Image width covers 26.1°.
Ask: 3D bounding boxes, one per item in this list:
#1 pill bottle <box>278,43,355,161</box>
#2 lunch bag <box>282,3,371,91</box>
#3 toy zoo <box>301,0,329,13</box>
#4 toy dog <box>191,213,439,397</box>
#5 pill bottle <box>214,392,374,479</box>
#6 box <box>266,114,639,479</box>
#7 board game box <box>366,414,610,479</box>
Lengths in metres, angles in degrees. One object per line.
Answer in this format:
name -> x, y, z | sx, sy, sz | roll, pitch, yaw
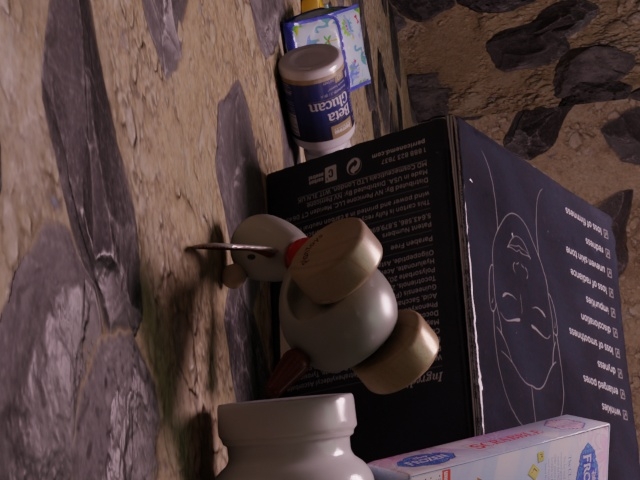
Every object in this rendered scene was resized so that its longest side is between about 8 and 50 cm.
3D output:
pill bottle -> -0.001, -0.188, 1.977 | 0.094, 0.094, 0.169 | -84, 165, -55
lunch bag -> 0.001, -0.279, 2.066 | 0.151, 0.096, 0.129 | -28, 112, -49
toy zoo -> 0.002, -0.269, 2.266 | 0.192, 0.030, 0.293 | 68, 18, -61
toy dog -> -0.028, 0.070, 1.333 | 0.220, 0.161, 0.333 | 52, -13, -3
pill bottle -> -0.022, 0.288, 1.299 | 0.162, 0.162, 0.278 | 26, 58, -80
box -> 0.185, 0.157, 1.802 | 0.480, 0.297, 0.472 | 25, 55, -51
board game box -> 0.178, 0.363, 1.442 | 0.318, 0.066, 0.319 | -4, 98, -42
